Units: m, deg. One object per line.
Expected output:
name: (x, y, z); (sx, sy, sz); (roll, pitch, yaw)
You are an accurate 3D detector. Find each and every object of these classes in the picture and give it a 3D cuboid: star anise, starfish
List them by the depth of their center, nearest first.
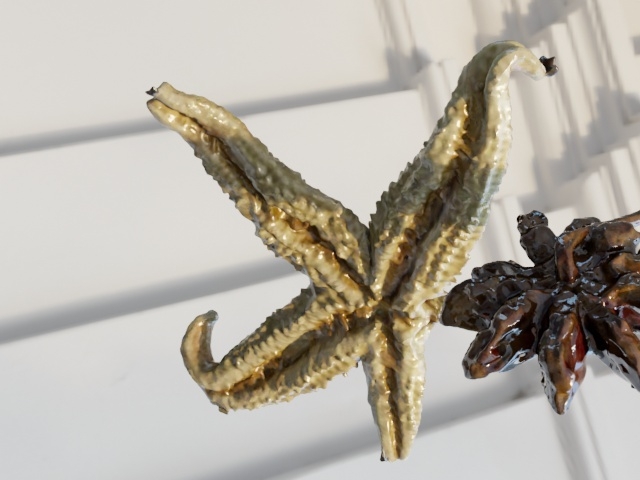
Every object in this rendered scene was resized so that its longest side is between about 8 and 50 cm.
star anise: (0.175, 0.018, 0.691); (0.177, 0.234, 0.073); (-2, -55, 24)
starfish: (0.000, 0.000, 0.876); (0.324, 0.082, 0.432); (20, -53, 19)
